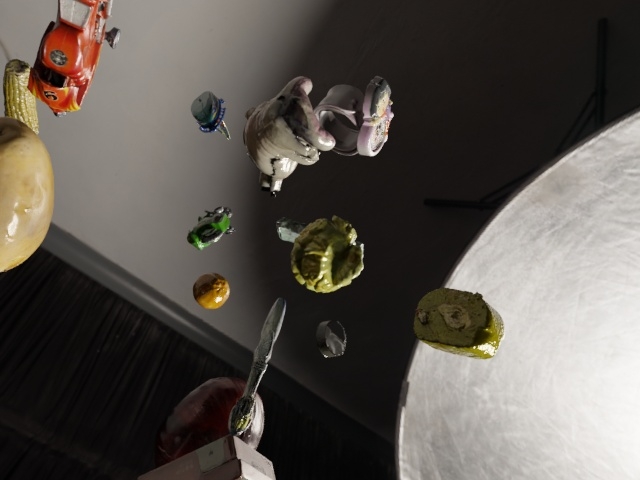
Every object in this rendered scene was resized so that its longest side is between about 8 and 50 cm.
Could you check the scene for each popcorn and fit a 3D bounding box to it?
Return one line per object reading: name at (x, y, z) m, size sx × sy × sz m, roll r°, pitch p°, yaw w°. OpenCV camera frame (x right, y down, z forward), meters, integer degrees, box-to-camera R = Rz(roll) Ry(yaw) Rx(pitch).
popcorn at (0.009, 0.027, 0.893) m, size 0.135 × 0.162 × 0.141 m, roll -24°, pitch 119°, yaw -2°

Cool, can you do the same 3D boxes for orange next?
orange at (-0.456, 0.208, 2.047) m, size 0.159 × 0.159 × 0.136 m, roll 44°, pitch 137°, yaw -22°

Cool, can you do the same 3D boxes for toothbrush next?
toothbrush at (-0.103, 0.202, 0.888) m, size 0.035 × 0.413 × 0.042 m, roll 27°, pitch 110°, yaw -5°

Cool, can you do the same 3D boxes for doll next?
doll at (-0.060, -0.160, 0.749) m, size 0.095 × 0.192 × 0.149 m, roll -19°, pitch 88°, yaw -29°

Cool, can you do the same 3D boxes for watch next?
watch at (0.099, -0.401, 1.526) m, size 0.231 × 0.196 × 0.244 m, roll 24°, pitch 150°, yaw 26°

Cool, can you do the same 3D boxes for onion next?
onion at (-0.287, 0.577, 1.386) m, size 0.285 × 0.347 × 0.348 m, roll 28°, pitch 131°, yaw 35°

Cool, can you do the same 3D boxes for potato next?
potato at (-0.469, -0.066, 0.716) m, size 0.150 × 0.146 × 0.234 m, roll 26°, pitch 103°, yaw 7°

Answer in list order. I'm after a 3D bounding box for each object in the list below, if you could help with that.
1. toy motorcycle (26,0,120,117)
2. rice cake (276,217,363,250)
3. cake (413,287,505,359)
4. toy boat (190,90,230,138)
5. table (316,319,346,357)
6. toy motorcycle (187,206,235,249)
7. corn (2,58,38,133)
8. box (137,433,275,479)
toy motorcycle at (-0.415, -0.331, 0.822) m, size 0.089 × 0.171 × 0.298 m, roll 23°, pitch 116°, yaw -13°
rice cake at (0.000, 0.000, 1.208) m, size 0.226 × 0.040 × 0.085 m, roll 18°, pitch 159°, yaw 4°
cake at (0.414, 0.244, 1.450) m, size 0.156 × 0.179 × 0.260 m, roll 31°, pitch 160°, yaw -38°
toy boat at (-0.256, -0.292, 1.189) m, size 0.091 × 0.175 × 0.110 m, roll -37°, pitch 125°, yaw 8°
table at (0.041, 0.365, 1.806) m, size 0.043 × 0.133 × 0.133 m, roll -17°, pitch 121°, yaw 35°
toy motorcycle at (-0.282, -0.030, 1.238) m, size 0.106 × 0.190 × 0.074 m, roll -21°, pitch 114°, yaw 9°
corn at (-0.851, -0.386, 1.377) m, size 0.086 × 0.086 × 0.288 m, roll 24°, pitch 140°, yaw -12°
box at (-0.207, 0.480, 0.932) m, size 0.215 × 0.086 × 0.215 m, roll -25°, pitch 137°, yaw 2°
